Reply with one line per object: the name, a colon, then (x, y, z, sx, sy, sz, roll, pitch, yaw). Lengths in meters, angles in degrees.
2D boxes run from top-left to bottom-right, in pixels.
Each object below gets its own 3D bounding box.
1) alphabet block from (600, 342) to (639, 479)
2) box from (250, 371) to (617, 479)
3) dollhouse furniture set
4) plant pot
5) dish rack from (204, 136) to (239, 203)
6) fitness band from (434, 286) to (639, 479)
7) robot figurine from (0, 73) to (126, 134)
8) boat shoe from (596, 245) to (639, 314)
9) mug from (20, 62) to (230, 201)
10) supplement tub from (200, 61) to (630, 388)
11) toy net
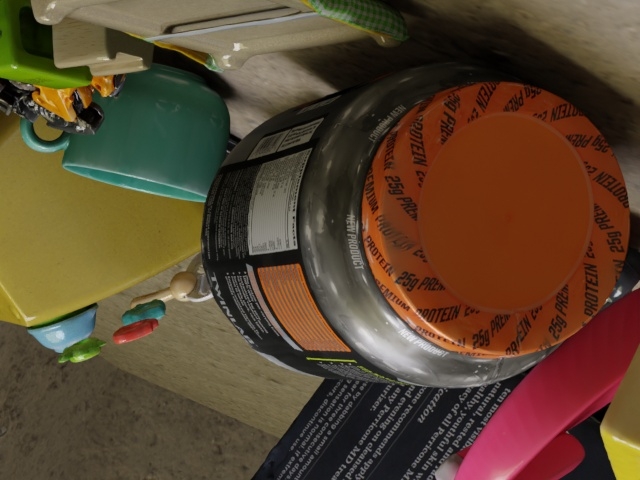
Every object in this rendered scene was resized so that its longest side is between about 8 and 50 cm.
alphabet block: (0.299, 0.086, 1.152, 0.193, 0.197, 0.192, 24, 168, 20)
box: (0.258, 0.349, 1.976, 0.480, 0.297, 0.472, 37, 179, -41)
dollhouse furniture set: (-0.116, -0.195, 1.209, 0.302, 0.151, 0.197, -4, 173, 37)
plant pot: (-0.252, -0.038, 1.737, 0.212, 0.187, 0.212, 58, 159, -17)
dish rack: (-0.064, -0.020, 1.866, 0.208, 0.074, 0.271, 31, 170, -9)
fitness band: (0.189, 0.102, 1.349, 0.054, 0.209, 0.291, 48, -149, 14)
robot figurine: (-0.272, -0.192, 1.469, 0.291, 0.085, 0.211, 27, 152, 6)
boat shoe: (0.202, 0.045, 1.477, 0.079, 0.095, 0.254, 37, 162, 12)
mug: (-0.149, -0.096, 1.581, 0.129, 0.097, 0.158, 9, 174, 44)
supplement tub: (0.057, -0.006, 1.281, 0.207, 0.207, 0.338, 31, 169, -16)
toy net: (-0.150, 0.048, 1.754, 0.122, 0.232, 0.045, 2, 113, 66)
